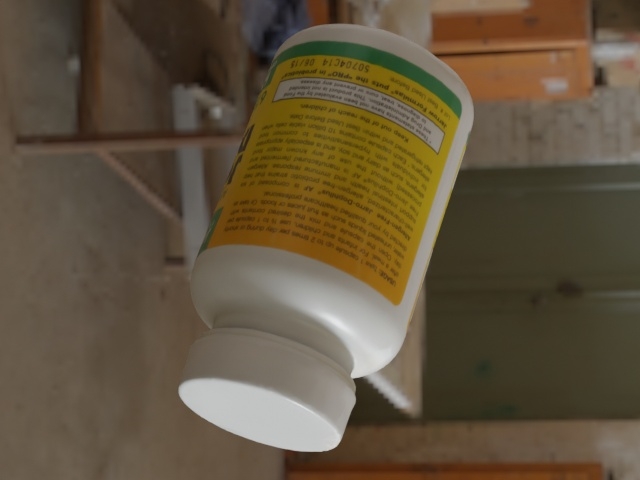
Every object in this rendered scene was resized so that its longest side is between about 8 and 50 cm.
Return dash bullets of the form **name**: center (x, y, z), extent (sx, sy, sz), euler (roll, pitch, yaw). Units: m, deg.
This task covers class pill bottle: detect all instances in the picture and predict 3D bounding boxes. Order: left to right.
- **pill bottle**: center (0.000, 0.000, 0.873), extent (0.117, 0.118, 0.208), euler (69, 36, -60)
